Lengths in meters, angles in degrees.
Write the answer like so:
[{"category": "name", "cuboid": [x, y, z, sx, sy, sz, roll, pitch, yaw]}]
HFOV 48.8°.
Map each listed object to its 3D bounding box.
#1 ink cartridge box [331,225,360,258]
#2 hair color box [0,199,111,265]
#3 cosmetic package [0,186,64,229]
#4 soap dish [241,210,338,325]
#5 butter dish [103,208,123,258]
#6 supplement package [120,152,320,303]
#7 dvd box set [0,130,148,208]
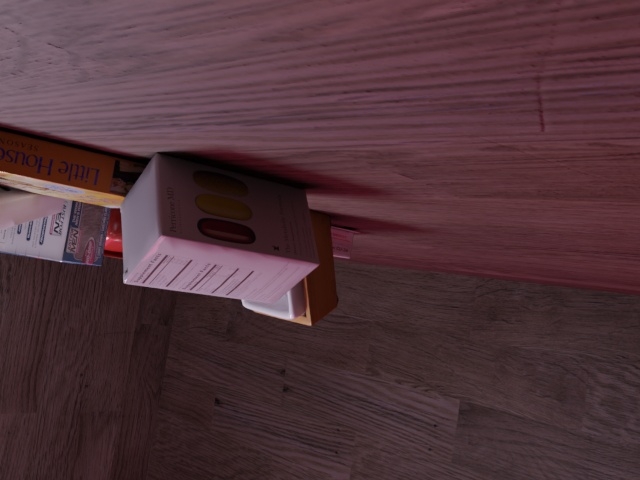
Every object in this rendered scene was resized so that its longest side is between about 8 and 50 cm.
[{"category": "ink cartridge box", "cuboid": [0.000, 0.000, 1.652, 0.115, 0.067, 0.198, 11, 175, -22]}, {"category": "hair color box", "cuboid": [-0.601, -0.051, 1.498, 0.347, 0.174, 0.105, 7, 176, 34]}, {"category": "cosmetic package", "cuboid": [-0.557, -0.073, 1.230, 0.099, 0.060, 0.239, 29, -161, 8]}, {"category": "soap dish", "cuboid": [-0.075, 0.046, 1.475, 0.118, 0.229, 0.291, -8, -176, -28]}, {"category": "butter dish", "cuboid": [-0.534, -0.042, 1.898, 0.160, 0.160, 0.118, 13, 151, -44]}, {"category": "supplement package", "cuboid": [-0.145, -0.009, 1.012, 0.244, 0.139, 0.134, 11, 143, -35]}, {"category": "dvd box set", "cuboid": [-0.477, -0.117, 1.069, 0.420, 0.062, 0.307, 12, 176, -32]}]
